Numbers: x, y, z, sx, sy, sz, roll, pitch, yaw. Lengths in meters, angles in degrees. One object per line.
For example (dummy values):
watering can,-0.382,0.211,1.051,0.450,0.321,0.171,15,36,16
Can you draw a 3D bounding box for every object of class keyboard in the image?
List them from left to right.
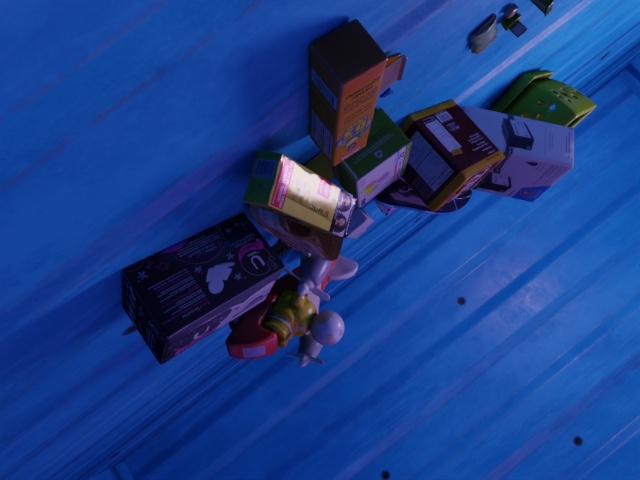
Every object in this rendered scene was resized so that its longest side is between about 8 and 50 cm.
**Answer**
keyboard,-0.084,0.009,1.236,0.180,0.023,0.108,-33,166,-25

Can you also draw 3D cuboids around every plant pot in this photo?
plant pot,0.675,-0.398,1.488,0.227,0.207,0.228,-27,163,-43

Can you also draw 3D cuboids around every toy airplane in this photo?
toy airplane,-0.029,0.160,1.245,0.385,0.272,0.386,-57,149,7

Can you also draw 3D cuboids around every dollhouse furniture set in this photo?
dollhouse furniture set,0.364,-0.411,0.914,0.151,0.059,0.076,-41,167,12

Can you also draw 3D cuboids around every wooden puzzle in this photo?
wooden puzzle,0.108,-0.275,0.794,0.078,0.014,0.116,-30,166,-15

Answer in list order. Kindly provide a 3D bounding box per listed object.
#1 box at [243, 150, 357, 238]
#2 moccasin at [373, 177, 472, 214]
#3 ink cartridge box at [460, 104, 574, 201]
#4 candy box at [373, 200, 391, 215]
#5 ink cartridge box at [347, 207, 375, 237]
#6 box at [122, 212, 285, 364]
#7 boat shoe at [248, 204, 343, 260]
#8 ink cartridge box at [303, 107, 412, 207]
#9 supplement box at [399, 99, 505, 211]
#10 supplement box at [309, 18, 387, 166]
box,-0.025,-0.071,0.803,0.232,0.058,0.088,23,81,-54
moccasin,0.284,-0.142,1.239,0.341,0.138,0.117,-4,138,-35
ink cartridge box,0.506,-0.237,1.339,0.223,0.307,0.129,103,-1,-70
candy box,0.251,-0.173,1.414,0.164,0.070,0.196,-36,168,-9
ink cartridge box,0.114,-0.053,1.498,0.088,0.052,0.122,-42,168,13
box,-0.215,0.089,0.876,0.247,0.142,0.163,-29,164,-33
boat shoe,-0.036,-0.030,0.970,0.302,0.098,0.109,27,74,-63
ink cartridge box,0.051,-0.124,0.971,0.255,0.097,0.189,-38,168,-2
supplement box,0.292,-0.205,1.131,0.191,0.194,0.129,-28,164,-38
supplement box,0.033,-0.201,0.694,0.078,0.080,0.233,-34,169,-10
